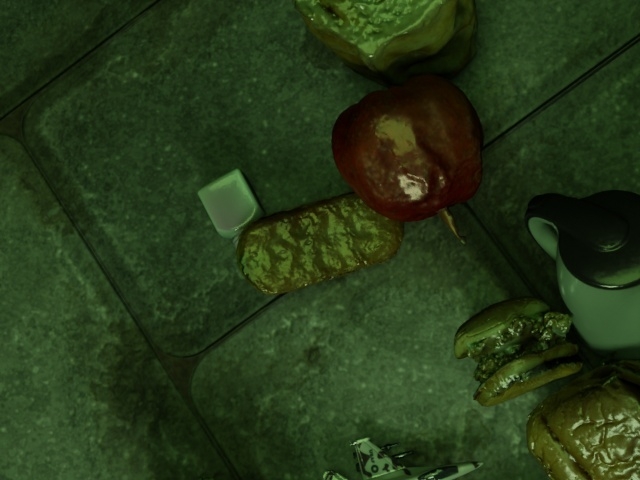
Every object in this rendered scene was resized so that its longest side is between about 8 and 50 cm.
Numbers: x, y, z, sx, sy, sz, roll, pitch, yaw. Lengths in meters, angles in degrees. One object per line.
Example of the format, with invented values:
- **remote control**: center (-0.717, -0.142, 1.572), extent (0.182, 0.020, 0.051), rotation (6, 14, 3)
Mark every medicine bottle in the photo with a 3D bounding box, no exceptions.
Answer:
- **medicine bottle**: center (-0.121, -0.037, 1.751), extent (0.074, 0.055, 0.118), rotation (-30, 77, 3)

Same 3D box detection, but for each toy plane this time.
- **toy plane**: center (0.107, 0.339, 1.636), extent (0.234, 0.082, 0.160), rotation (-12, 68, -5)

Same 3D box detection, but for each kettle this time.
- **kettle**: center (0.361, 0.028, 1.536), extent (0.221, 0.236, 0.161), rotation (35, 81, 28)

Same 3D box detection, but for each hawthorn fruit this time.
- **hawthorn fruit**: center (0.138, -0.098, 1.642), extent (0.207, 0.207, 0.243), rotation (-25, 86, 7)

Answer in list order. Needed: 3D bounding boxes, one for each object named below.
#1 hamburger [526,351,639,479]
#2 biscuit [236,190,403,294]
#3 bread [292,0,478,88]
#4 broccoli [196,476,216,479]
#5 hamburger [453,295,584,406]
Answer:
- **hamburger**: center (0.381, 0.256, 1.550), extent (0.206, 0.130, 0.183), rotation (-41, 81, 13)
- **biscuit**: center (0.000, 0.000, 1.708), extent (0.247, 0.029, 0.118), rotation (-16, 83, -8)
- **bread**: center (0.099, -0.322, 1.655), extent (0.238, 0.252, 0.196), rotation (33, 90, 12)
- **broccoli**: center (-0.109, 0.515, 1.552), extent (0.277, 0.317, 0.339), rotation (-7, 111, 13)
- **hamburger**: center (0.262, 0.136, 1.585), extent (0.185, 0.159, 0.131), rotation (-33, 71, 41)
